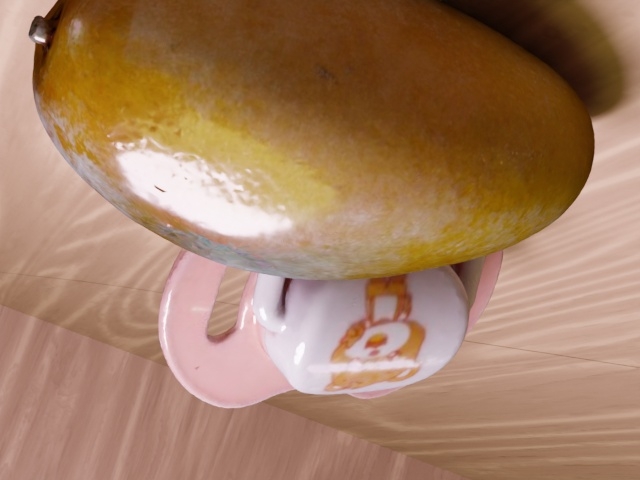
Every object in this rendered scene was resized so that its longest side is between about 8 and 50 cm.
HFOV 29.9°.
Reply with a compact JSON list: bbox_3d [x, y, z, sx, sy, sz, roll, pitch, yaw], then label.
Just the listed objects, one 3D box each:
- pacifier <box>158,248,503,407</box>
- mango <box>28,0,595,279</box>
[{"bbox_3d":[0.009,0.030,1.024,0.332,0.221,0.273,1,175,-33],"label":"pacifier"},{"bbox_3d":[0.005,-0.074,0.759,0.384,0.199,0.221,11,161,-21],"label":"mango"}]
